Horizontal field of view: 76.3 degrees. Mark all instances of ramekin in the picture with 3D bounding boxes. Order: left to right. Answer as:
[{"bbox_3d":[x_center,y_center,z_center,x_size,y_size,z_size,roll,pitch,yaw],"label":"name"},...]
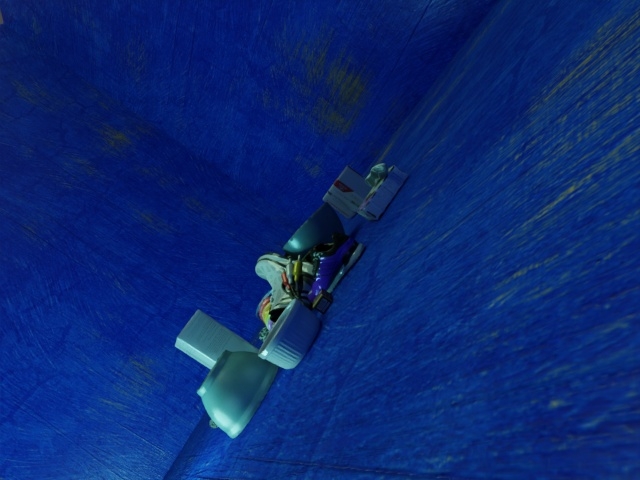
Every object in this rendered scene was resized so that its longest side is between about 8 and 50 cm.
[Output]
[{"bbox_3d":[-0.089,0.291,1.248,0.207,0.109,0.207,-55,4,6],"label":"ramekin"}]

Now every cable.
[{"bbox_3d":[-0.105,0.191,1.494,0.139,0.072,0.287,-41,34,28],"label":"cable"}]

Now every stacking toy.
[{"bbox_3d":[-0.177,0.351,1.764,0.175,0.166,0.302,-54,19,7],"label":"stacking toy"}]

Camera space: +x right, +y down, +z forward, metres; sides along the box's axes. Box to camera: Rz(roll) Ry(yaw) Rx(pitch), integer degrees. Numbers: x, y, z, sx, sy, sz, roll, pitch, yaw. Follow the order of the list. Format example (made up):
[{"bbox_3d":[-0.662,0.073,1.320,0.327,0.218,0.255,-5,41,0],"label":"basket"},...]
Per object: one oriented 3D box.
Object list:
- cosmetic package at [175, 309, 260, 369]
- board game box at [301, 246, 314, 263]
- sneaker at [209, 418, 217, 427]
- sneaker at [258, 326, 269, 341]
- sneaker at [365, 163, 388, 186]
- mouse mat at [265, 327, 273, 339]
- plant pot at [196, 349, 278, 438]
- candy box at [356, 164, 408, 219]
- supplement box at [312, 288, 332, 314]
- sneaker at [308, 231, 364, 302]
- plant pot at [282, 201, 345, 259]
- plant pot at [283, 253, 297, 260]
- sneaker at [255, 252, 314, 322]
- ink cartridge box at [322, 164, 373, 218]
[{"bbox_3d":[-0.438,0.492,1.807,0.156,0.385,0.217,-59,8,-31],"label":"cosmetic package"},{"bbox_3d":[-0.014,0.106,1.670,0.030,0.136,0.259,-59,5,-23],"label":"board game box"},{"bbox_3d":[-0.456,0.808,1.921,0.161,0.057,0.075,-58,-12,-12],"label":"sneaker"},{"bbox_3d":[-0.273,0.496,2.272,0.170,0.068,0.071,-47,-10,8],"label":"sneaker"},{"bbox_3d":[0.209,-0.250,1.479,0.061,0.054,0.152,-54,5,-19],"label":"sneaker"},{"bbox_3d":[-0.195,0.427,1.636,0.189,0.007,0.152,131,143,-51],"label":"mouse mat"},{"bbox_3d":[-0.311,0.515,1.454,0.293,0.196,0.293,-56,4,6],"label":"plant pot"},{"bbox_3d":[0.227,-0.172,1.519,0.196,0.070,0.165,-55,4,-2],"label":"candy box"},{"bbox_3d":[0.007,0.198,1.328,0.055,0.043,0.083,-55,5,8],"label":"supplement box"},{"bbox_3d":[0.015,0.084,1.413,0.293,0.146,0.102,-54,4,26],"label":"sneaker"},{"bbox_3d":[0.000,0.000,1.800,0.290,0.195,0.290,-47,-1,-1],"label":"plant pot"},{"bbox_3d":[-0.111,0.113,2.602,0.167,0.187,0.188,-37,14,35],"label":"plant pot"},{"bbox_3d":[-0.188,0.204,1.720,0.448,0.169,0.257,4,55,50],"label":"sneaker"},{"bbox_3d":[0.150,-0.248,2.164,0.114,0.197,0.273,-56,4,-23],"label":"ink cartridge box"}]
